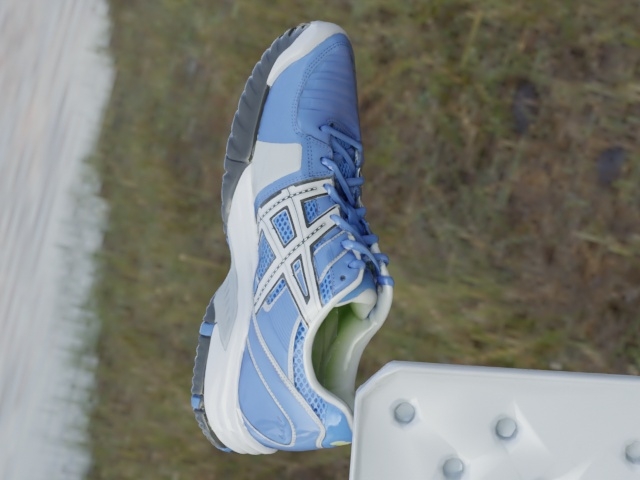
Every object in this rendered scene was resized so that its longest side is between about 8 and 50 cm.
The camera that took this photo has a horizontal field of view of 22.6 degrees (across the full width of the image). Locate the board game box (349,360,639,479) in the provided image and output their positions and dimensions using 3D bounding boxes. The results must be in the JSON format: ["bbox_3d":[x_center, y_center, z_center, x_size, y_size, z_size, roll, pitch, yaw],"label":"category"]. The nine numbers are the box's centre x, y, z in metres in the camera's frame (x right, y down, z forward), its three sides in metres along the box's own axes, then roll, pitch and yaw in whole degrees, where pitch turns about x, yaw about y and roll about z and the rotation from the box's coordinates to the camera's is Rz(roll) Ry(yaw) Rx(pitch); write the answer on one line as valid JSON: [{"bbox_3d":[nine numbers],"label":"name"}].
[{"bbox_3d":[0.195,0.250,0.688,0.050,0.390,0.390,-102,16,-83],"label":"board game box"}]

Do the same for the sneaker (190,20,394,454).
[{"bbox_3d":[0.000,0.000,0.768,0.081,0.080,0.211,4,86,33],"label":"sneaker"}]
